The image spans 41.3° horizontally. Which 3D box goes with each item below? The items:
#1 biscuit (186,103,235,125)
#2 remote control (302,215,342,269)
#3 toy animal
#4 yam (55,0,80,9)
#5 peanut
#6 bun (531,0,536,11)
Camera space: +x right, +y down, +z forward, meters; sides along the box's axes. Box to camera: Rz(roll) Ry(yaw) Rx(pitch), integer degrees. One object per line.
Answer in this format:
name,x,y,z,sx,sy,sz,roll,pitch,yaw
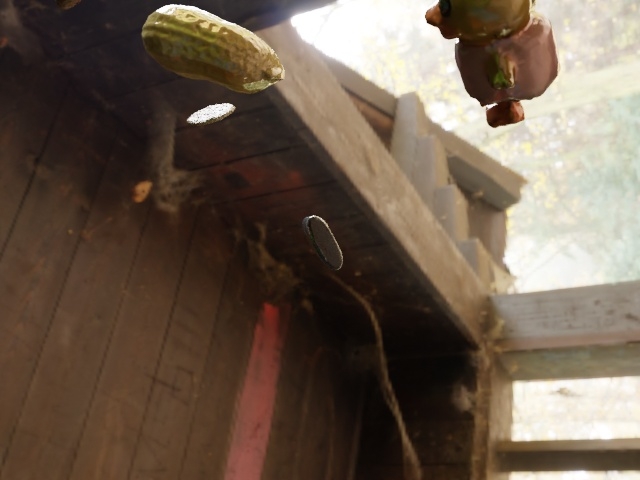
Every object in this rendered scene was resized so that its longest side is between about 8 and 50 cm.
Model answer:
biscuit,-0.260,-0.298,2.010,0.120,0.120,0.015,-54,-45,-52
remote control,0.000,0.000,1.686,0.107,0.044,0.377,58,178,-2
toy animal,0.271,-0.328,1.329,0.281,0.169,0.195,53,-158,-30
yam,-0.363,-0.449,1.407,0.046,0.264,0.046,17,-114,-43
peanut,-0.250,-0.437,1.970,0.174,0.340,0.158,95,-161,-60
bun,0.323,-0.587,1.630,0.365,0.220,0.364,0,-90,-83
